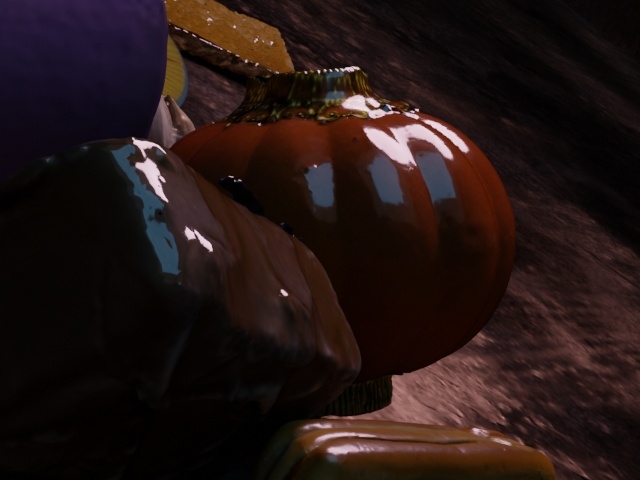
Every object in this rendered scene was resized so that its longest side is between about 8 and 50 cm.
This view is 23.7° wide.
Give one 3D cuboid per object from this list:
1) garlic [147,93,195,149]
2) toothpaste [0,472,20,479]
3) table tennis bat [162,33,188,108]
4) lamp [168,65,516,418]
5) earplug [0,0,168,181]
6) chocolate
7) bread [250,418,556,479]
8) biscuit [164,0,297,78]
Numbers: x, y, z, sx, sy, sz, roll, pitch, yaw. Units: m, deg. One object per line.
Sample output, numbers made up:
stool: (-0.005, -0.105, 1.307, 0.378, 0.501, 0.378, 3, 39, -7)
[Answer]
garlic: (-0.135, -0.079, 1.024, 0.113, 0.094, 0.074, 11, 54, -20)
toothpaste: (-0.138, 0.112, 0.641, 0.204, 0.031, 0.049, 43, 22, 19)
table tennis bat: (-0.201, -0.180, 1.188, 0.215, 0.044, 0.329, 25, 27, -18)
lamp: (0.000, 0.000, 0.871, 0.223, 0.196, 0.223, -3, 6, 0)
earplug: (-0.294, -0.104, 0.672, 0.215, 0.215, 0.456, 44, 26, 28)
chocolate: (-0.078, 0.046, 0.653, 0.093, 0.148, 0.214, 60, 14, 23)
bread: (0.035, 0.146, 0.722, 0.077, 0.116, 0.200, 18, 5, 41)
biscuit: (-0.131, -0.207, 1.411, 0.237, 0.026, 0.131, 21, 22, -25)
